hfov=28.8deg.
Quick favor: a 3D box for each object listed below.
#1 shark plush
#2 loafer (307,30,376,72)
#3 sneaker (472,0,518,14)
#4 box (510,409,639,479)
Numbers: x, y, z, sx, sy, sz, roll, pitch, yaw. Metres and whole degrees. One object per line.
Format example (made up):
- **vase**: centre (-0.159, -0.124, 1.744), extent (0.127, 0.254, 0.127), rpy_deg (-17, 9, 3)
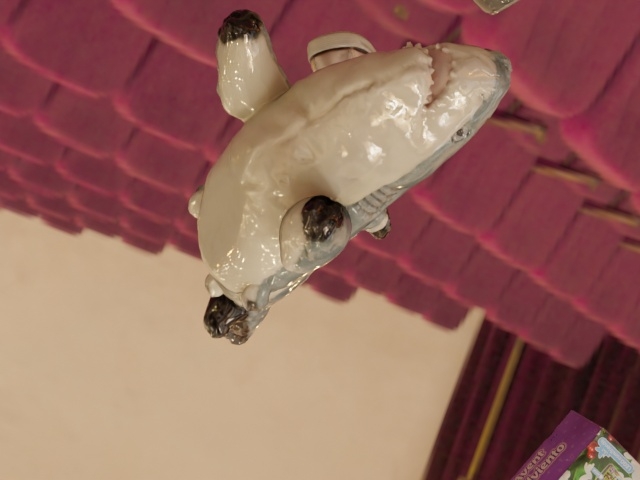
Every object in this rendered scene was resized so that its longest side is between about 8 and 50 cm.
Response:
- **shark plush**: centre (0.000, 0.000, 0.386), extent (0.067, 0.161, 0.073), rpy_deg (-11, -127, -28)
- **loafer**: centre (0.028, -0.081, 0.713), extent (0.045, 0.039, 0.125), rpy_deg (-13, 164, 23)
- **sneaker**: centre (0.128, -0.240, 0.825), extent (0.106, 0.101, 0.267), rpy_deg (51, -156, -13)
- **box**: centre (0.241, 0.307, 1.013), extent (0.293, 0.201, 0.057), rpy_deg (45, 175, -17)
